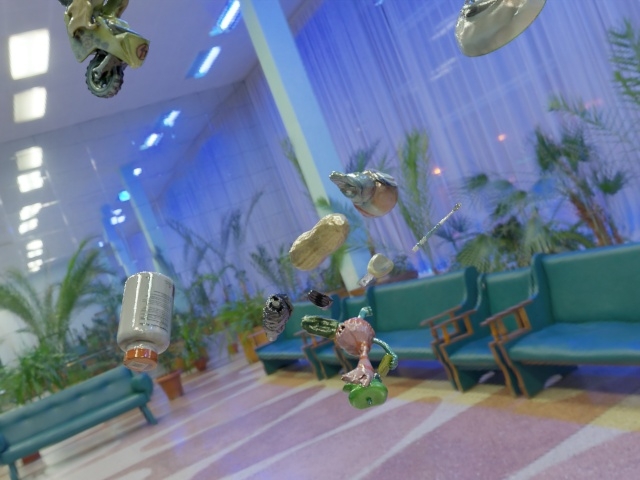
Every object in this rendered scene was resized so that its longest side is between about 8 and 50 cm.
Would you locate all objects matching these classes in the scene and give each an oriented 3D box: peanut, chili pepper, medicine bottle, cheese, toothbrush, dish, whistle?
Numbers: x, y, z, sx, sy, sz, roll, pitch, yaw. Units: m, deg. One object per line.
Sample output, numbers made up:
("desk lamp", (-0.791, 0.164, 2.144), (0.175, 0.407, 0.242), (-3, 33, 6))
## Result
("peanut", (0.000, 0.000, 1.860), (0.257, 0.123, 0.124), (-43, -12, 34))
("chili pepper", (-0.016, 0.283, 1.944), (0.204, 0.073, 0.072), (4, 55, 43))
("medicine bottle", (-0.541, 0.252, 1.812), (0.157, 0.288, 0.157), (-3, -36, -2))
("cheese", (0.218, 0.129, 2.385), (0.192, 0.097, 0.037), (-42, -20, -36))
("toothbrush", (0.473, -0.053, 2.382), (0.275, 0.019, 0.025), (-46, -16, 7))
("dish", (0.556, -0.760, 1.893), (0.324, 0.124, 0.324), (-34, 35, 28))
("whistle", (0.150, -0.173, 2.082), (0.189, 0.189, 0.348), (-20, -20, 37))

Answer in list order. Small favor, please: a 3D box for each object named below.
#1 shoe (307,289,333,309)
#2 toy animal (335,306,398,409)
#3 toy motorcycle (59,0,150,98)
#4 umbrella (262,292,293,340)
("shoe", (0.010, 0.242, 2.332), (0.053, 0.062, 0.159), (16, -12, 43))
("toy animal", (0.081, 0.200, 1.041), (0.104, 0.100, 0.208), (-8, 29, -1))
("toy motorcycle", (-0.638, -0.635, 1.714), (0.237, 0.409, 0.169), (-22, -3, 17))
("umbrella", (-0.103, 0.194, 1.369), (0.071, 0.070, 0.248), (-21, -25, -19))
